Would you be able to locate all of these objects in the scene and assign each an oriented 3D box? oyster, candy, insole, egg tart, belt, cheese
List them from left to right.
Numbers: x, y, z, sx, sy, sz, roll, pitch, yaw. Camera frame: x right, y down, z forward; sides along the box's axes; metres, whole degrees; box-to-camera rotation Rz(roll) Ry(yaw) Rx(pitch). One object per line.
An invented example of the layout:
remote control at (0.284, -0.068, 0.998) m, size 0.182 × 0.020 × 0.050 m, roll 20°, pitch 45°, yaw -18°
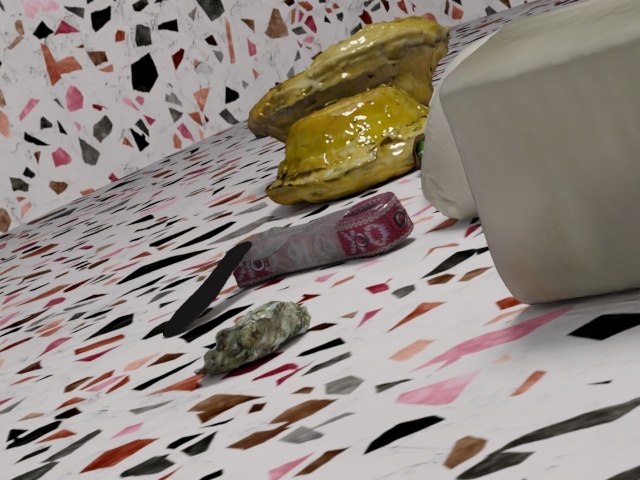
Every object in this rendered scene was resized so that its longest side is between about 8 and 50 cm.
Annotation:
insole at (-0.119, 0.051, 1.772) m, size 0.053 × 0.002 × 0.153 m, roll -10°, pitch 33°, yaw 43°
oyster at (-0.062, 0.094, 1.480) m, size 0.100 × 0.037 × 0.098 m, roll -40°, pitch -15°, yaw 15°
belt at (0.000, 0.000, 1.790) m, size 0.232 × 0.053 × 0.071 m, roll -16°, pitch 22°, yaw 37°
egg tart at (0.049, -0.139, 2.297) m, size 0.294 × 0.116 × 0.295 m, roll -19°, pitch 10°, yaw 4°
egg tart at (0.060, -0.213, 2.538) m, size 0.352 × 0.150 × 0.352 m, roll -25°, pitch -7°, yaw -3°
cheese at (0.198, -0.125, 1.707) m, size 0.198 × 0.189 × 0.154 m, roll -27°, pitch 42°, yaw -23°
candy at (0.263, -0.078, 1.171) m, size 0.358 × 0.208 × 0.145 m, roll -11°, pitch 20°, yaw 45°

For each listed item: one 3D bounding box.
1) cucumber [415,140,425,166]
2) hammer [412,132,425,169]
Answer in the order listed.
cucumber at (0.172, -0.098, 1.940) m, size 0.116 × 0.062 × 0.115 m, roll -14°, pitch 11°, yaw 4°
hammer at (0.279, -0.172, 2.051) m, size 0.408 × 0.095 × 0.242 m, roll -19°, pitch 10°, yaw 31°
